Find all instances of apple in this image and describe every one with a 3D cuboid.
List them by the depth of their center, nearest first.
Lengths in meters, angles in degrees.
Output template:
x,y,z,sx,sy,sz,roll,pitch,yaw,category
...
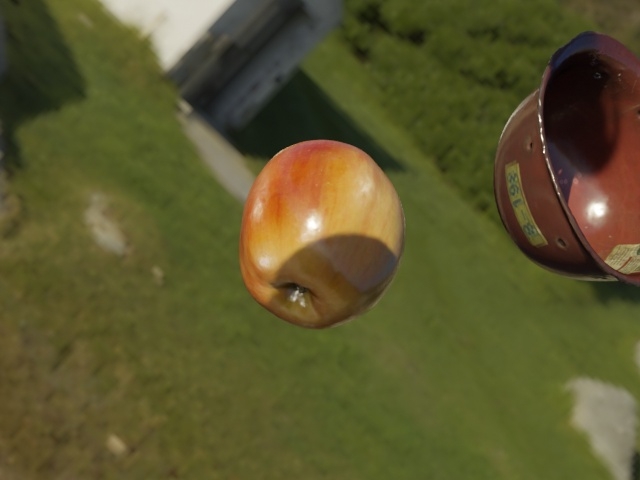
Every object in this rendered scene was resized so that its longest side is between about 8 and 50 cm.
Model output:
x,y,z,sx,sy,sz,roll,pitch,yaw,category
0.000,0.000,1.813,0.199,0.199,0.199,44,5,-5,apple

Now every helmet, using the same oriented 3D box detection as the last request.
x,y,z,sx,sy,sz,roll,pitch,yaw,category
0.171,-0.047,1.229,0.106,0.155,0.175,-15,-79,48,helmet
